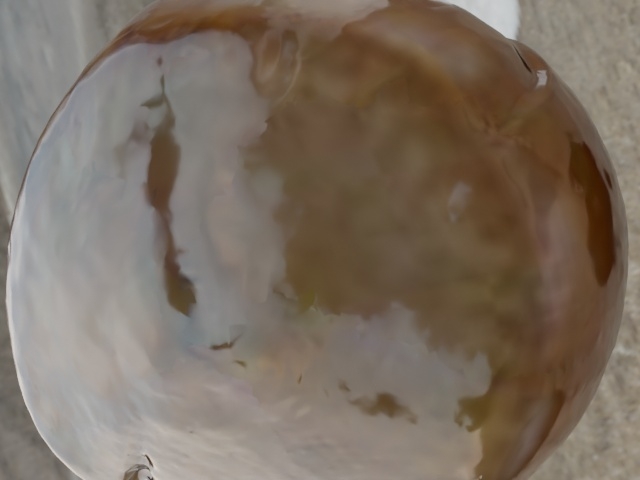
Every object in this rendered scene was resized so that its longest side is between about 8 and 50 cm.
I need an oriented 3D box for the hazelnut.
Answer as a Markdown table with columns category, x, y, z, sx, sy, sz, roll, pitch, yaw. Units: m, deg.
| category | x | y | z | sx | sy | sz | roll | pitch | yaw |
| --- | --- | --- | --- | --- | --- | --- | --- | --- | --- |
| hazelnut | 0.000 | 0.000 | 0.734 | 0.372 | 0.372 | 0.315 | 40 | 136 | 53 |
